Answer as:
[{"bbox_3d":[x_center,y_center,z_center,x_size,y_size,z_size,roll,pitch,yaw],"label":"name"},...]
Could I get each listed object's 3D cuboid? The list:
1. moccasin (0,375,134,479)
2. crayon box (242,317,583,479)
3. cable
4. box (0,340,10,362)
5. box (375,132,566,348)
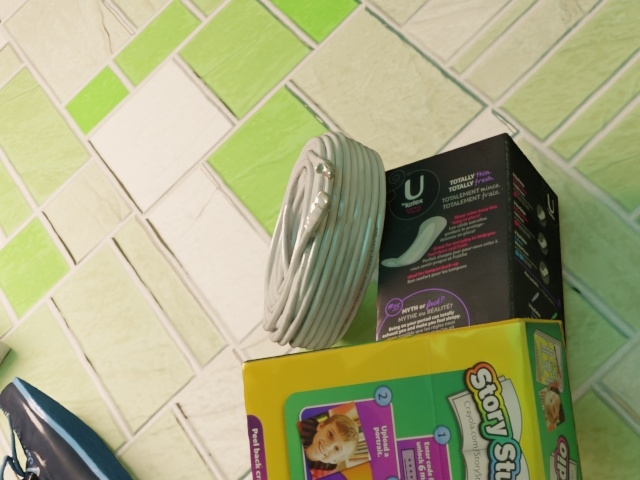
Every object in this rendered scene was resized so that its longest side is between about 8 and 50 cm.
[{"bbox_3d":[-0.323,0.290,1.699,0.117,0.138,0.342,-52,44,0],"label":"moccasin"},{"bbox_3d":[0.095,0.275,1.332,0.313,0.106,0.363,-11,81,29],"label":"crayon box"},{"bbox_3d":[0.000,0.000,1.609,0.257,0.089,0.257,-100,24,-64],"label":"cable"},{"bbox_3d":[-0.554,0.162,1.986,0.170,0.091,0.130,20,73,42],"label":"box"},{"bbox_3d":[0.165,0.045,1.508,0.165,0.143,0.270,-16,52,28],"label":"box"}]
